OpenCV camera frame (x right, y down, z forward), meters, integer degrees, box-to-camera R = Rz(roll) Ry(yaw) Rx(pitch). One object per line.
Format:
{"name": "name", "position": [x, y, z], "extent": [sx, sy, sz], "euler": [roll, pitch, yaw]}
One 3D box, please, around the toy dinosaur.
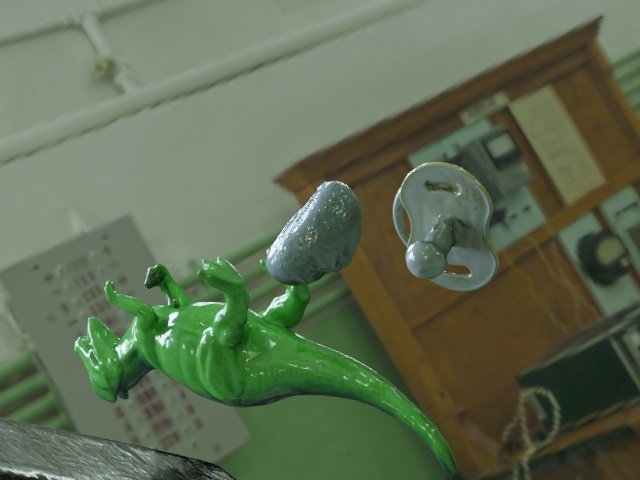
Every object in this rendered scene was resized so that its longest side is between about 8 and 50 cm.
{"name": "toy dinosaur", "position": [-0.102, 0.212, 1.595], "extent": [0.144, 0.500, 0.374], "euler": [-25, -21, -53]}

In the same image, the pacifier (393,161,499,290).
{"name": "pacifier", "position": [0.064, -0.002, 0.702], "extent": [0.068, 0.083, 0.064], "euler": [7, 32, 29]}

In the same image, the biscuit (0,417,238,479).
{"name": "biscuit", "position": [-0.181, 0.197, 0.935], "extent": [0.388, 0.107, 0.073], "euler": [24, -87, -51]}

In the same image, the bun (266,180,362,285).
{"name": "bun", "position": [0.000, 0.000, 1.448], "extent": [0.141, 0.083, 0.141], "euler": [-50, 9, 11]}
